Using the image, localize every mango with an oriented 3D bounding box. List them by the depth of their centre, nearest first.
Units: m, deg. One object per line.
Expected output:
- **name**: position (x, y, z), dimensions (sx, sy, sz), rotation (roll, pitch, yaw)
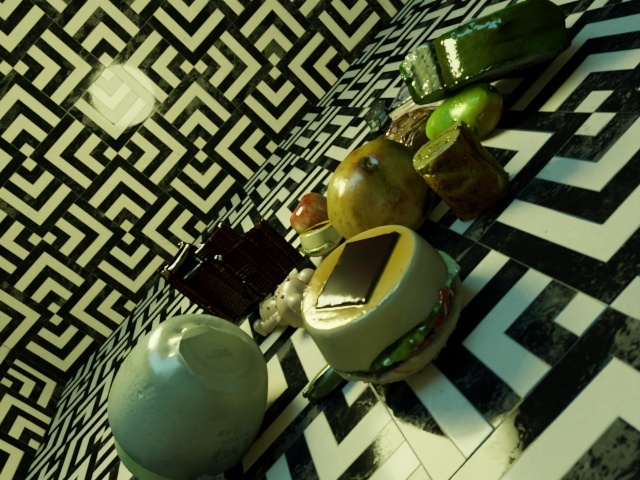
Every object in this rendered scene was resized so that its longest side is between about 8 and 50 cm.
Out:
- **mango**: position (0.349, -0.298, 1.247), dimensions (0.232, 0.111, 0.126), rotation (-27, 64, 57)

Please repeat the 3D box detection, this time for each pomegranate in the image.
- **pomegranate**: position (0.136, -0.105, 1.176), dimensions (0.260, 0.260, 0.260), rotation (-41, 22, 20)

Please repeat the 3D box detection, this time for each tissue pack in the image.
- **tissue pack**: position (0.375, -0.525, 1.615), dimensions (0.259, 0.122, 0.361), rotation (-22, 31, 47)

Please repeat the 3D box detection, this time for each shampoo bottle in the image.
- **shampoo bottle**: position (-0.273, 0.329, 1.080), dimensions (0.322, 0.322, 0.318), rotation (-98, 30, -64)

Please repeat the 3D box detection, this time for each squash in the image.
- **squash**: position (0.034, 0.252, 1.006), dimensions (0.183, 0.052, 0.052), rotation (-46, 20, 3)

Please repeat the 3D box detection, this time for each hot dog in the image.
- **hot dog**: position (0.260, -0.291, 1.427), dimensions (0.259, 0.114, 0.175), rotation (-51, 19, -4)

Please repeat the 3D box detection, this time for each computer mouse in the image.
- **computer mouse**: position (0.217, -0.444, 1.864), dimensions (0.105, 0.062, 0.192), rotation (-37, 29, 25)

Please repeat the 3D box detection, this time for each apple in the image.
- **apple**: position (-0.019, -0.075, 1.588), dimensions (0.146, 0.130, 0.146), rotation (-56, 10, 15)

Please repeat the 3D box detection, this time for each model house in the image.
- **model house**: position (-0.232, 0.053, 1.467), dimensions (0.282, 0.317, 0.297), rotation (-48, 10, 10)

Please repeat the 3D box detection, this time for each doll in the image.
- **doll**: position (-0.087, 0.169, 1.334), dimensions (0.278, 0.119, 0.154), rotation (-34, 22, 57)

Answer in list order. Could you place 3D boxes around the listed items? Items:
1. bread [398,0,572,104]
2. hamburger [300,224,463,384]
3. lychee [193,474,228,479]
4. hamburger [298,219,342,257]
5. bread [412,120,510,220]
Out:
- **bread**: position (0.377, -0.442, 1.214), dimensions (0.381, 0.129, 0.366), rotation (-18, 6, 1)
- **hamburger**: position (0.105, 0.113, 0.912), dimensions (0.301, 0.170, 0.302), rotation (-32, 27, 18)
- **lychee**: position (-0.203, 0.501, 0.878), dimensions (0.165, 0.165, 0.197), rotation (-45, -6, 9)
- **hamburger**: position (0.000, 0.000, 1.462), dimensions (0.126, 0.082, 0.141), rotation (-17, 13, 29)
- **bread**: position (0.282, -0.134, 1.019), dimensions (0.132, 0.172, 0.103), rotation (-35, 26, 28)
